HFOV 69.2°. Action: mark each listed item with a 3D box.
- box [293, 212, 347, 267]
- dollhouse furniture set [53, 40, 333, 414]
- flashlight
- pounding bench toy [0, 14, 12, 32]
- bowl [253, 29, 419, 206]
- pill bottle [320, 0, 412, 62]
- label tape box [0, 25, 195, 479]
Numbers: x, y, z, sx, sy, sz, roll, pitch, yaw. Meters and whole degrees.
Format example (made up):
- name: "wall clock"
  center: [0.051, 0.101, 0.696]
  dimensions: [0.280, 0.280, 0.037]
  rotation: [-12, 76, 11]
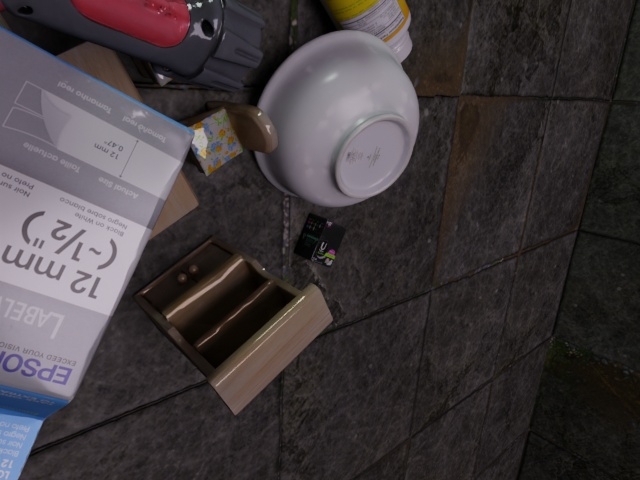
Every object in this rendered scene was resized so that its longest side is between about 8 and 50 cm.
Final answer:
- name: "box"
  center: [0.000, 0.000, 0.878]
  dimensions: [0.062, 0.052, 0.083]
  rotation: [23, 89, -47]
- name: "dollhouse furniture set"
  center: [-0.183, -0.024, 0.550]
  dimensions: [0.362, 0.256, 0.394]
  rotation: [-41, 130, -25]
- name: "flashlight"
  center: [-0.166, -0.196, 0.347]
  dimensions: [0.304, 0.103, 0.103]
  rotation: [-2, 108, -53]
- name: "pounding bench toy"
  center: [-0.340, -0.200, 0.461]
  dimensions: [0.052, 0.065, 0.083]
  rotation: [-39, 118, -25]
- name: "bowl"
  center: [0.053, -0.161, 0.739]
  dimensions: [0.297, 0.134, 0.298]
  rotation: [-21, 137, -21]
- name: "pill bottle"
  center: [0.069, -0.382, 0.743]
  dimensions: [0.117, 0.117, 0.215]
  rotation: [-55, 135, -12]
- name: "label tape box"
  center: [-0.283, 0.017, 0.343]
  dimensions: [0.249, 0.115, 0.348]
  rotation: [27, 75, -27]
